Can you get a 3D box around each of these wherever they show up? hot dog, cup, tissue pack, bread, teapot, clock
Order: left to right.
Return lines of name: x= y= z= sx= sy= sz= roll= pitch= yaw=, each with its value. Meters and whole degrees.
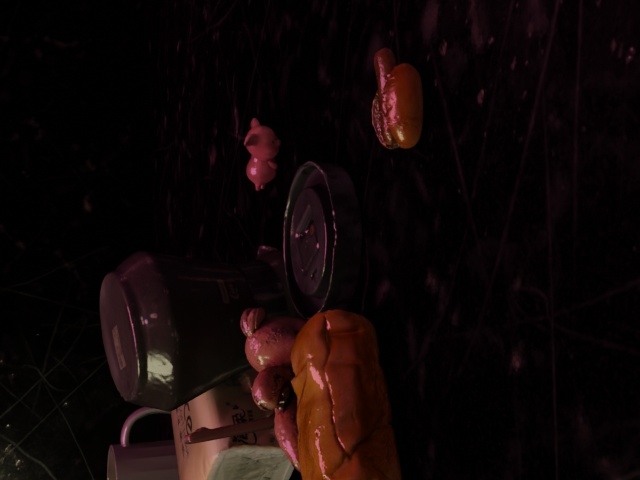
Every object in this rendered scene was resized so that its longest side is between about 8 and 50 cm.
cup: x=-0.333 y=0.549 z=2.063 sx=0.237 sy=0.327 sz=0.322 roll=171 pitch=97 yaw=-71
teapot: x=-0.203 y=0.188 z=1.649 sx=0.305 sy=0.362 sz=0.375 roll=-38 pitch=64 yaw=60
tissue pack: x=-0.205 y=0.374 z=1.883 sx=0.404 sy=0.205 sz=0.331 roll=-110 pitch=31 yaw=-41
clock: x=0.000 y=0.000 z=1.519 sx=0.281 sy=0.056 sz=0.280 roll=180 pitch=90 yaw=-70
bread: x=0.032 y=0.259 z=1.321 sx=0.167 sy=0.132 sz=0.294 roll=116 pitch=149 yaw=-61
hot dog: x=0.105 y=-0.198 z=1.211 sx=0.090 sy=0.060 sz=0.140 roll=-165 pitch=79 yaw=-65

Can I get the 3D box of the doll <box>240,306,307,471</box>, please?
doll: x=-0.020 y=0.245 z=1.470 sx=0.156 sy=0.201 sz=0.303 roll=-39 pitch=49 yaw=18

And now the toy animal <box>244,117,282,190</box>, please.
toy animal: x=-0.126 y=-0.179 z=1.834 sx=0.083 sy=0.089 sz=0.150 roll=-142 pitch=45 yaw=-62
